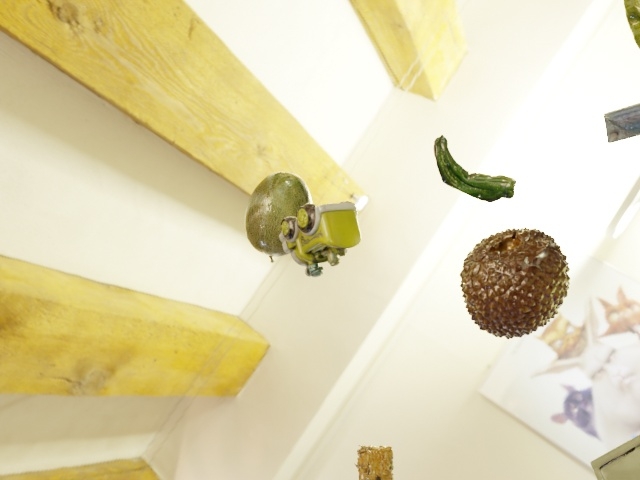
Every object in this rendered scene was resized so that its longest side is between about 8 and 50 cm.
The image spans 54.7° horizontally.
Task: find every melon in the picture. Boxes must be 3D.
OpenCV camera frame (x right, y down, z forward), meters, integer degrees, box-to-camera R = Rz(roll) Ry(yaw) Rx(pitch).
[{"bbox_3d":[-0.086,-0.045,1.264,0.139,0.139,0.193,-12,-61,-56],"label":"melon"}]

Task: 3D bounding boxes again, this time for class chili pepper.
[{"bbox_3d":[0.281,-0.124,1.170,0.073,0.182,0.050,-59,4,35],"label":"chili pepper"},{"bbox_3d":[0.488,-0.291,0.898,0.050,0.202,0.051,-30,-13,29],"label":"chili pepper"}]

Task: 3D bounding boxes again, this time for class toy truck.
[{"bbox_3d":[0.000,0.000,0.748,0.076,0.077,0.111,-7,-16,-34],"label":"toy truck"}]

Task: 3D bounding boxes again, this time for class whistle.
[{"bbox_3d":[0.626,-0.229,1.042,0.062,0.304,0.062,6,-101,-36],"label":"whistle"}]

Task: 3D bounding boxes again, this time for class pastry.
[{"bbox_3d":[0.103,0.448,1.146,0.079,0.140,0.056,17,-39,-23],"label":"pastry"}]

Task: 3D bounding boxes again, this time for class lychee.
[{"bbox_3d":[0.470,0.109,1.499,0.267,0.267,0.268,-41,-29,-29],"label":"lychee"}]

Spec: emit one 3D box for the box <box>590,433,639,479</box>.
[{"bbox_3d":[0.463,0.316,0.693,0.117,0.225,0.225,4,-39,-21],"label":"box"}]
